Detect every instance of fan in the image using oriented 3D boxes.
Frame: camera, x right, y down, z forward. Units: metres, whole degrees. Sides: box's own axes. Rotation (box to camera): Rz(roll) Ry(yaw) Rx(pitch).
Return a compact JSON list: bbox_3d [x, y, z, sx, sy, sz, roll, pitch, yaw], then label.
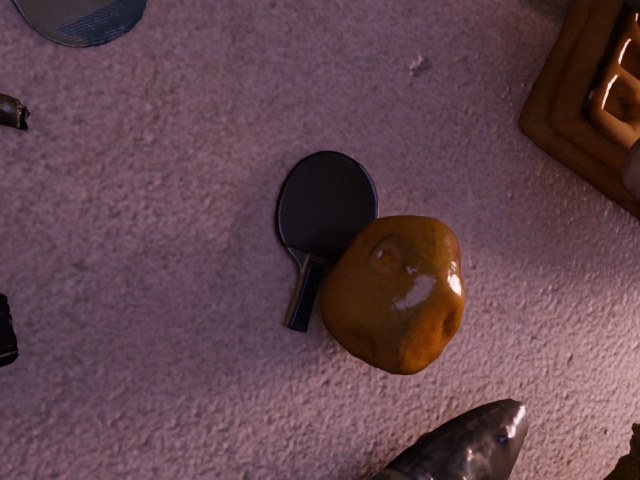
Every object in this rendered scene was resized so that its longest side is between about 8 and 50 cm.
[{"bbox_3d":[-0.213,-0.199,0.763,0.175,0.005,0.113,-12,93,-28],"label":"fan"}]

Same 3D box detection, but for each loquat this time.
[{"bbox_3d":[0.065,0.046,0.827,0.137,0.113,0.137,-32,129,-50],"label":"loquat"}]

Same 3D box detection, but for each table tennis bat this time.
[{"bbox_3d":[0.000,0.000,0.855,0.095,0.014,0.158,22,76,-25],"label":"table tennis bat"}]

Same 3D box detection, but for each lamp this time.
[{"bbox_3d":[0.090,0.222,0.842,0.250,0.101,0.101,-39,104,-25],"label":"lamp"}]

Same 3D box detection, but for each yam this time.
[{"bbox_3d":[-0.269,-0.110,0.720,0.129,0.027,0.033,14,83,-26],"label":"yam"}]

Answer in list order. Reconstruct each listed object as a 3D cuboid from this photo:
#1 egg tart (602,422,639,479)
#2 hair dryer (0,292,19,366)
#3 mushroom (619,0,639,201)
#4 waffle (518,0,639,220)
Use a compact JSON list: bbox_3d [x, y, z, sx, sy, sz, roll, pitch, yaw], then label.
[{"bbox_3d":[0.266,0.326,0.855,0.132,0.345,0.346,-7,91,17],"label":"egg tart"},{"bbox_3d":[-0.375,-0.027,0.639,0.303,0.120,0.360,-17,86,-34],"label":"hair dryer"},{"bbox_3d":[0.344,-0.152,0.811,0.297,0.298,0.290,24,114,-23],"label":"mushroom"},{"bbox_3d":[0.369,-0.118,1.000,0.327,0.098,0.224,32,76,-23],"label":"waffle"}]
